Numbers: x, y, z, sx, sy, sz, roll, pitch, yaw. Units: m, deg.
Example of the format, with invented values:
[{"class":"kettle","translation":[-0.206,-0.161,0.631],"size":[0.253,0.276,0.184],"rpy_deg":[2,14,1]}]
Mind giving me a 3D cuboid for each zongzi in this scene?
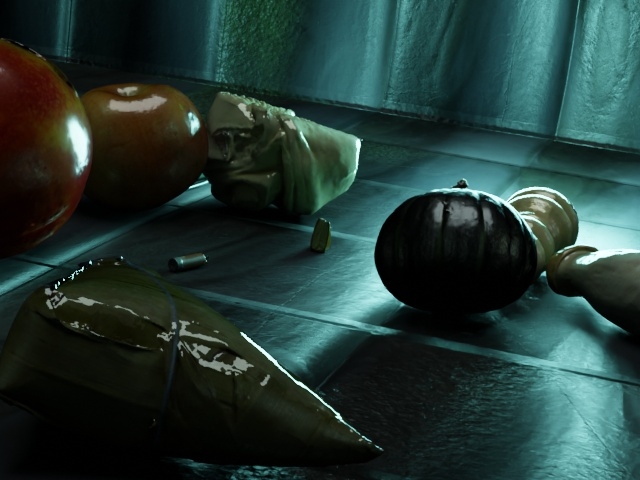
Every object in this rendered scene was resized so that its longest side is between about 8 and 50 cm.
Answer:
[{"class":"zongzi","translation":[-0.134,0.140,1.521],"size":[0.393,0.174,0.356],"rpy_deg":[15,8,-5]}]

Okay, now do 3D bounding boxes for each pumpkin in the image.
[{"class":"pumpkin","translation":[0.207,0.011,2.077],"size":[0.250,0.216,0.250],"rpy_deg":[6,-19,2]}]

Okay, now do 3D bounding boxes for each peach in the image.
[{"class":"peach","translation":[-0.522,-0.121,2.029],"size":[0.370,0.370,0.370],"rpy_deg":[6,14,-2]}]

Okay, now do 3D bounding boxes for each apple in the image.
[{"class":"apple","translation":[-0.330,-0.177,2.447],"size":[0.254,0.253,0.253],"rpy_deg":[6,14,-2]}]

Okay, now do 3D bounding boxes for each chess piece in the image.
[{"class":"chess piece","translation":[0.350,0.004,2.336],"size":[0.143,0.142,0.261],"rpy_deg":[11,19,17]}]

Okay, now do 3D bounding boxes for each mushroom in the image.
[{"class":"mushroom","translation":[0.478,0.078,2.118],"size":[0.128,0.128,0.350],"rpy_deg":[0,12,-26]}]

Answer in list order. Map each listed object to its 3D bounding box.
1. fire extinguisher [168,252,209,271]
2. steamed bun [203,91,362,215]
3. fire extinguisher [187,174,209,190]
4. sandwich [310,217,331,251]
[{"class":"fire extinguisher","translation":[-0.206,0.033,2.162],"size":[0.028,0.022,0.083],"rpy_deg":[-21,-5,38]},{"class":"steamed bun","translation":[-0.094,-0.149,2.573],"size":[0.275,0.206,0.320],"rpy_deg":[15,6,-40]},{"class":"fire extinguisher","translation":[-0.287,-0.149,2.695],"size":[0.093,0.118,0.294],"rpy_deg":[-26,-2,29]},{"class":"sandwich","translation":[0.000,0.000,2.357],"size":[0.031,0.044,0.083],"rpy_deg":[13,-28,8]}]
